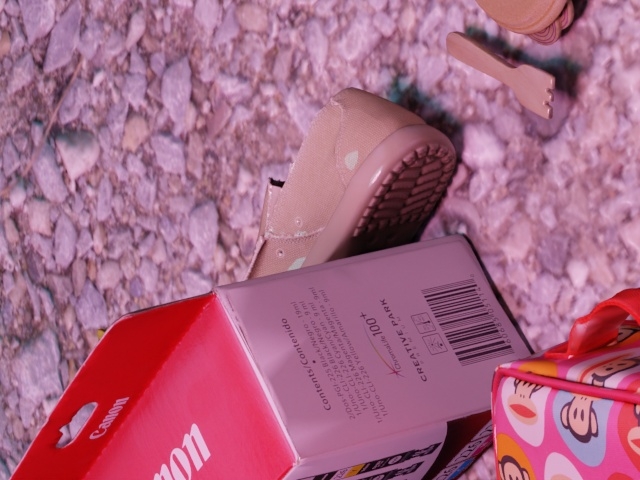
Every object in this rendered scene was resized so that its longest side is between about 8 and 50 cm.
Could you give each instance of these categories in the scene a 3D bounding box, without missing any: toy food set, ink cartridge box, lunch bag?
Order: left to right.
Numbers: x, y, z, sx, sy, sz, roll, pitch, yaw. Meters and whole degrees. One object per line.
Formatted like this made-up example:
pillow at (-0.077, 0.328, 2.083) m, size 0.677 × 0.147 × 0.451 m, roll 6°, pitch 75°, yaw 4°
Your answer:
ink cartridge box at (-0.049, 0.150, 1.217) m, size 0.130 × 0.271 × 0.309 m, roll 62°, pitch 142°, yaw 22°
toy food set at (0.125, -0.184, 1.095) m, size 0.132 × 0.038 × 0.192 m, roll 40°, pitch 136°, yaw 51°
lunch bag at (0.189, 0.147, 0.955) m, size 0.293 × 0.120 × 0.258 m, roll -169°, pitch 65°, yaw -71°

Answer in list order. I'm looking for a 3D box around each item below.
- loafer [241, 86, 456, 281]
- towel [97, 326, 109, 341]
loafer at (0.000, 0.000, 1.266) m, size 0.268 × 0.102 × 0.092 m, roll -55°, pitch 54°, yaw 34°
towel at (-0.169, 0.200, 1.615) m, size 0.102 × 0.021 × 0.237 m, roll 31°, pitch 123°, yaw 48°
